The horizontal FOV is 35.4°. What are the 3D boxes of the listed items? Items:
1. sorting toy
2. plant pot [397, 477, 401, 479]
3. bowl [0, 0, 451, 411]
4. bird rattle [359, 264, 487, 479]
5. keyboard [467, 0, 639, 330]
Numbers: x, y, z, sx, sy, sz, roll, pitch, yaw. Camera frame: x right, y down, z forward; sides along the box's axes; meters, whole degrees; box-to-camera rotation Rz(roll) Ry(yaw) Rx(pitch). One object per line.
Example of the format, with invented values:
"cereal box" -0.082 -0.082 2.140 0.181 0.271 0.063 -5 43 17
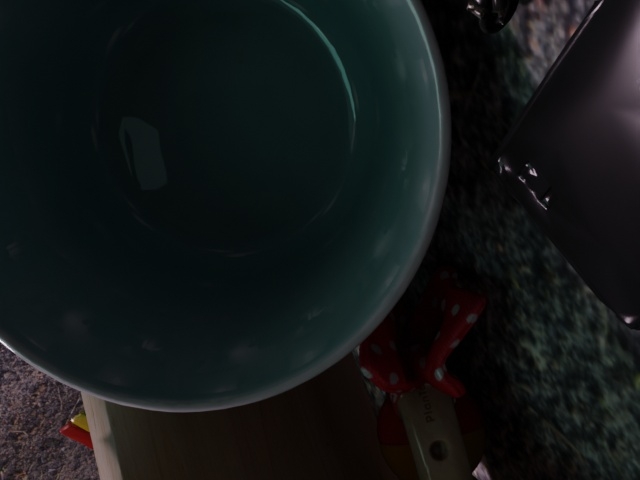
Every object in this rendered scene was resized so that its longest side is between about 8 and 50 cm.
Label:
"sorting toy" -0.063 0.170 0.713 0.089 0.255 0.257 -37 60 33
"plant pot" -0.031 0.245 0.990 0.229 0.263 0.263 23 139 36
"bowl" -0.073 -0.069 0.615 0.312 0.311 0.163 66 -167 -6
"bird rattle" 0.070 0.135 0.707 0.207 0.143 0.254 94 152 -86
"keyboard" 0.133 -0.088 0.381 0.201 0.033 0.317 53 159 12
